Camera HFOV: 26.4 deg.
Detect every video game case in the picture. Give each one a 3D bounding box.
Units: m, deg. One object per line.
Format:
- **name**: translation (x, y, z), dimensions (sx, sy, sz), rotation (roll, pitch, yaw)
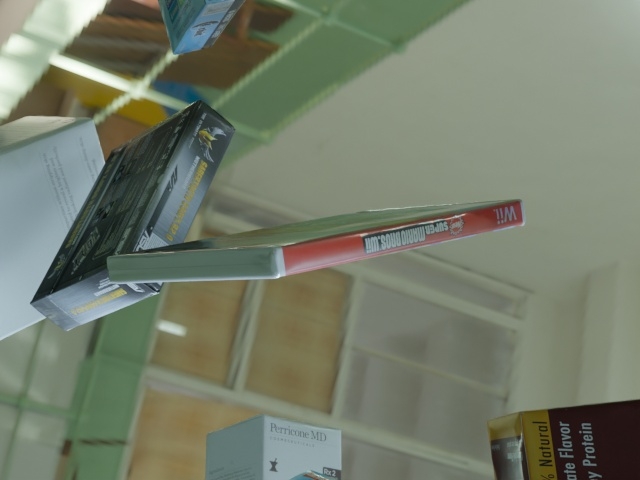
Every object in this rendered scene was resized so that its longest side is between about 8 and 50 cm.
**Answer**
- **video game case**: translation (0.000, 0.000, 1.104), dimensions (0.204, 0.285, 0.025), rotation (-4, -84, 46)

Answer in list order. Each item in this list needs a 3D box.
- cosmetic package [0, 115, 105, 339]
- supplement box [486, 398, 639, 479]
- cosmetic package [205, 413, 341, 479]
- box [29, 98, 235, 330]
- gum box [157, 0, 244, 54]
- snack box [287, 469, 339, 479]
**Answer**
- **cosmetic package**: translation (-0.429, 0.010, 1.590), dimensions (0.156, 0.385, 0.217), rotation (8, -65, 48)
- **supplement box**: translation (0.243, 0.217, 1.031), dimensions (0.129, 0.194, 0.191), rotation (111, -27, -79)
- **cosmetic package**: translation (-0.071, 0.369, 2.015), dimensions (0.151, 0.151, 0.184), rotation (-25, -123, 47)
- **box**: translation (-0.202, -0.026, 1.468), dimensions (0.183, 0.056, 0.231), rotation (-23, -144, 45)
- **gum box**: translation (-0.119, -0.266, 1.147), dimensions (0.157, 0.041, 0.184), rotation (156, -81, -73)
- **snack box**: translation (0.047, 0.431, 1.512), dimensions (0.187, 0.060, 0.322), rotation (10, -67, 52)
